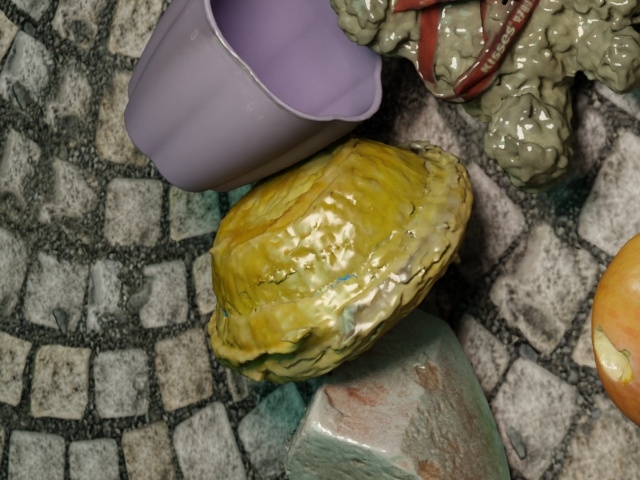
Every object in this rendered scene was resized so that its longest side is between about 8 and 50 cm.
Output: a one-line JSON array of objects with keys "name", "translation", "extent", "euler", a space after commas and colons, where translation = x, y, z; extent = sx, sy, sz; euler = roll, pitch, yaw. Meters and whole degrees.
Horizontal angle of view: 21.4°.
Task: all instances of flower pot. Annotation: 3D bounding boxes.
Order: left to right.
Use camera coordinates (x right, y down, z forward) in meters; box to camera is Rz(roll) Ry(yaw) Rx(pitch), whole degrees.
[{"name": "flower pot", "translation": [-0.094, -0.182, 1.995], "extent": [0.243, 0.265, 0.265], "euler": [-42, 63, 38]}]

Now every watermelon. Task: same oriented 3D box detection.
[{"name": "watermelon", "translation": [0.065, 0.241, 1.981], "extent": [0.228, 0.258, 0.387], "euler": [-37, 62, 27]}]

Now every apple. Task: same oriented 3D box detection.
[{"name": "apple", "translation": [0.398, 0.102, 1.745], "extent": [0.241, 0.242, 0.242], "euler": [25, 102, 42]}]

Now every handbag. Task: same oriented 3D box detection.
[{"name": "handbag", "translation": [-0.081, -0.253, 2.185], "extent": [0.155, 0.169, 0.215], "euler": [46, 116, -2]}]

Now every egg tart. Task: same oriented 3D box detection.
[{"name": "egg tart", "translation": [0.000, 0.000, 2.007], "extent": [0.388, 0.169, 0.388], "euler": [-34, 24, 17]}]

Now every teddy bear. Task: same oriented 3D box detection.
[{"name": "teddy bear", "translation": [0.249, -0.289, 1.919], "extent": [0.357, 0.224, 0.367], "euler": [46, 112, 15]}]
